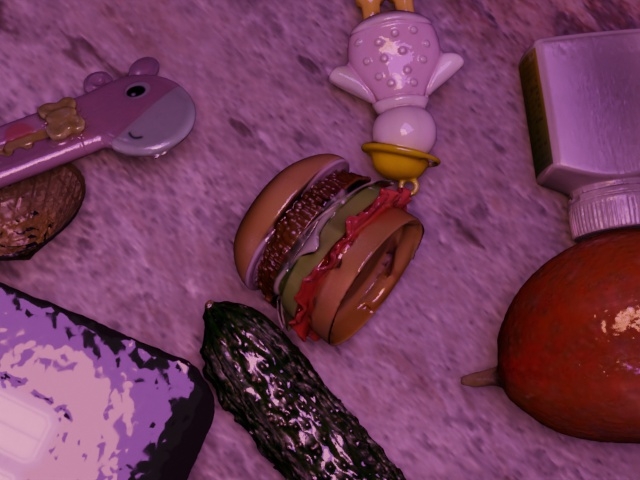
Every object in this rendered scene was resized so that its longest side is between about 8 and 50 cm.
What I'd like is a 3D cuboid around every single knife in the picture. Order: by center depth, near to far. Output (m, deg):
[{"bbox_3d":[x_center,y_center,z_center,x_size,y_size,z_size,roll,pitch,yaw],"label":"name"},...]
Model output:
[{"bbox_3d":[-0.308,-0.072,1.546,0.398,0.038,0.132,-22,47,-8],"label":"knife"}]

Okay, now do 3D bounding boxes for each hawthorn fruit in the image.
[{"bbox_3d":[0.247,0.094,1.536,0.251,0.199,0.199,-14,80,4],"label":"hawthorn fruit"}]

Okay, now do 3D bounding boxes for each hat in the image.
[{"bbox_3d":[-0.274,-0.008,1.551,0.146,0.067,0.146,-9,40,7],"label":"hat"}]

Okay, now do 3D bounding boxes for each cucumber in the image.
[{"bbox_3d":[0.006,0.200,1.526,0.096,0.096,0.359,-39,84,-12],"label":"cucumber"}]

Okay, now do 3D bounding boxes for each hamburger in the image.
[{"bbox_3d":[0.000,0.002,1.534,0.137,0.175,0.175,36,76,18],"label":"hamburger"}]

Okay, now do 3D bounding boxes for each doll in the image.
[{"bbox_3d":[0.073,-0.143,1.607,0.129,0.081,0.207,-6,81,0],"label":"doll"}]

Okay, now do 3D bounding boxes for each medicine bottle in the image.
[{"bbox_3d":[0.268,-0.098,1.616,0.132,0.088,0.188,-6,80,-8],"label":"medicine bottle"}]

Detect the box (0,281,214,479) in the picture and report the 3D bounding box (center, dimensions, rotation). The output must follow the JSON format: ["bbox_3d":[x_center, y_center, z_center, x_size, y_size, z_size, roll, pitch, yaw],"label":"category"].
[{"bbox_3d":[-0.304,0.210,1.486,0.359,0.091,0.350,23,78,-2],"label":"box"}]
